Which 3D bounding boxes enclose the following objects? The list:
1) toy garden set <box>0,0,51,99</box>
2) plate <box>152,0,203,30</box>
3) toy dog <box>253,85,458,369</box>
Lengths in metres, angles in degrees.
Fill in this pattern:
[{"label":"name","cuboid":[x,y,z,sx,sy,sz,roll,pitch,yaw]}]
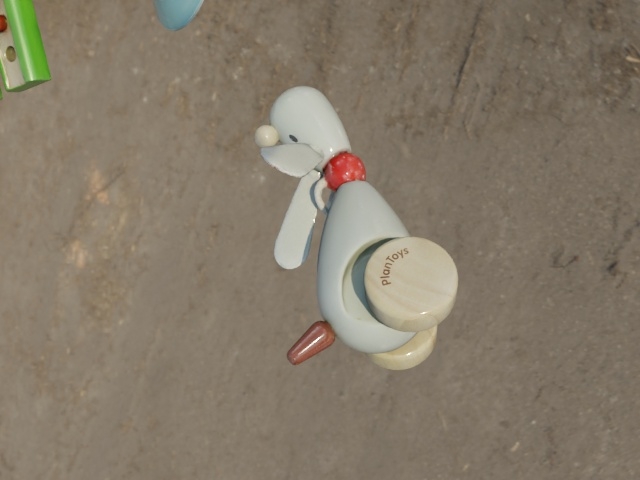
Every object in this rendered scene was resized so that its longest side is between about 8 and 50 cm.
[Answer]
[{"label":"toy garden set","cuboid":[-0.361,-0.212,0.651,0.244,0.049,0.203,-9,96,32]},{"label":"plate","cuboid":[-0.149,-0.315,0.765,0.188,0.024,0.188,-7,81,56]},{"label":"toy dog","cuboid":[0.000,0.000,0.740,0.333,0.161,0.220,-125,17,-48]}]
